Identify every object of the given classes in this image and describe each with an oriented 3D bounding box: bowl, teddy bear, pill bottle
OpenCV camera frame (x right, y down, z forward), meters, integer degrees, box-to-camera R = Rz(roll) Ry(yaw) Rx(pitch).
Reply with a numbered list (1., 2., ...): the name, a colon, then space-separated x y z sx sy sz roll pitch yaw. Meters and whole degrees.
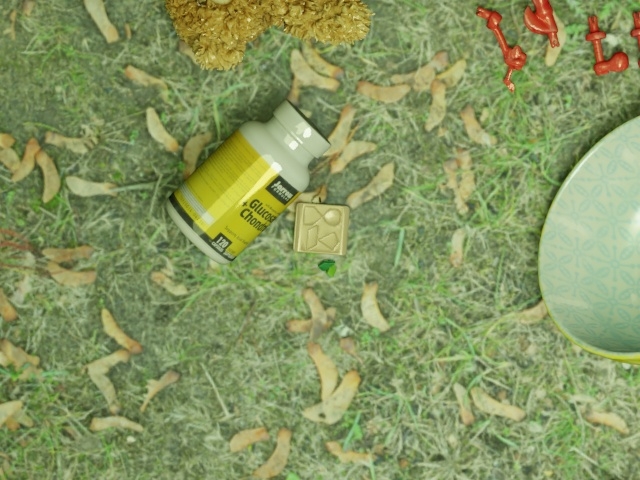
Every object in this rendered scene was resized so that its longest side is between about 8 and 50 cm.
1. bowl: 0.394 0.015 1.756 0.156 0.289 0.289 28 97 -40
2. teddy bear: -0.020 -0.322 1.815 0.338 0.113 0.245 -7 90 5
3. pill bottle: -0.078 -0.068 1.835 0.184 0.103 0.103 -44 89 6

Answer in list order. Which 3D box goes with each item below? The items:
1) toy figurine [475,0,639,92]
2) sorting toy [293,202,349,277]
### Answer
1. toy figurine: 0.344 -0.279 1.731 0.362 0.217 0.191 -9 92 6
2. sorting toy: 0.000 0.000 1.877 0.062 0.012 0.083 4 90 0
